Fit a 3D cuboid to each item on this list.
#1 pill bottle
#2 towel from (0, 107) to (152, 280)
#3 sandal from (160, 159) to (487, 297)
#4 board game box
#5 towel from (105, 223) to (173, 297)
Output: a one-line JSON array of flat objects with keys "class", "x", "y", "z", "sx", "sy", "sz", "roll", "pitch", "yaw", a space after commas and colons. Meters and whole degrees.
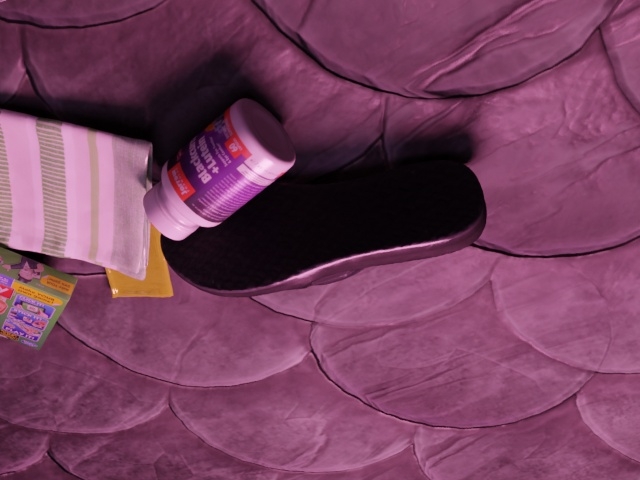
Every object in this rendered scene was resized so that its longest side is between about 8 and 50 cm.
[{"class": "pill bottle", "x": -0.136, "y": -0.085, "z": 1.105, "sx": 0.193, "sy": 0.108, "sz": 0.108, "roll": -37, "pitch": 120, "yaw": 23}, {"class": "towel", "x": -0.395, "y": -0.068, "z": 1.187, "sx": 0.325, "sy": 0.038, "sz": 0.248, "roll": 13, "pitch": 132, "yaw": 2}, {"class": "sandal", "x": 0.001, "y": 0.002, "z": 1.160, "sx": 0.446, "sy": 0.167, "sz": 0.107, "roll": -6, "pitch": 149, "yaw": 11}, {"class": "board game box", "x": -0.549, "y": 0.056, "z": 1.299, "sx": 0.317, "sy": 0.046, "sz": 0.213, "roll": 24, "pitch": 145, "yaw": -16}, {"class": "towel", "x": -0.284, "y": 0.001, "z": 1.272, "sx": 0.102, "sy": 0.021, "sz": 0.237, "roll": 2, "pitch": 133, "yaw": 5}]
